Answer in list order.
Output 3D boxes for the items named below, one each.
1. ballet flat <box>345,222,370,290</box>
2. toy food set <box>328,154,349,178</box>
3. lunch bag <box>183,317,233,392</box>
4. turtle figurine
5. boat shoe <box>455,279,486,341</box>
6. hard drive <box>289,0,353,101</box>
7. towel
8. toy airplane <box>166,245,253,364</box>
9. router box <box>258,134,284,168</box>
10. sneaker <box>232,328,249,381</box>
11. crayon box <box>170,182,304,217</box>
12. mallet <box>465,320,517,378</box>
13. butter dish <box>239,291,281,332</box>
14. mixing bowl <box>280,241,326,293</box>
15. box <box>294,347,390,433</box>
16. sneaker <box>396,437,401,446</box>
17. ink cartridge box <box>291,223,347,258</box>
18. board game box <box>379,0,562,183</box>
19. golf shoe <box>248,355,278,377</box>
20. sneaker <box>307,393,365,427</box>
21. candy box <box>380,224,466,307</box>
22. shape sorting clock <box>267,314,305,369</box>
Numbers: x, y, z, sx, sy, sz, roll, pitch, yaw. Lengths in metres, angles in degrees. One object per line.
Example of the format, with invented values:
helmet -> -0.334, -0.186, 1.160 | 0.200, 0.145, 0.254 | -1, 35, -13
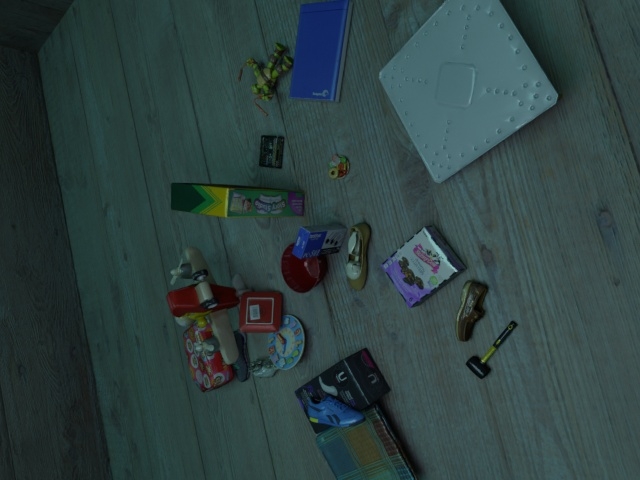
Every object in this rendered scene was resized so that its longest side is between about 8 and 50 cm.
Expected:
ballet flat -> 0.113, 0.056, 1.536 | 0.080, 0.073, 0.232 | 11, 100, 39
toy food set -> 0.062, -0.252, 1.587 | 0.083, 0.020, 0.082 | 4, 96, 40
lunch bag -> -0.486, 0.493, 1.997 | 0.258, 0.120, 0.293 | -40, 67, 51
turtle figurine -> -0.189, -0.606, 1.723 | 0.217, 0.087, 0.269 | -39, 61, 28
boat shoe -> 0.423, 0.203, 1.298 | 0.060, 0.064, 0.178 | 15, 100, 40
hard drive -> -0.003, -0.647, 1.597 | 0.210, 0.040, 0.318 | 17, 104, 37
towel -> 0.140, 0.730, 1.554 | 0.370, 0.040, 0.271 | -48, 64, 41
toy airplane -> -0.443, 0.249, 1.820 | 0.272, 0.386, 0.384 | -31, 118, 15
router box -> -0.188, -0.340, 1.774 | 0.092, 0.038, 0.122 | 14, 102, 39
sneaker -> -0.363, 0.491, 1.945 | 0.083, 0.098, 0.223 | -7, 89, 40
crayon box -> -0.293, -0.146, 1.665 | 0.313, 0.363, 0.106 | 8, 98, 39
mallet -> 0.473, 0.294, 1.287 | 0.062, 0.039, 0.189 | 36, 110, 34
butter dish -> -0.230, 0.287, 1.810 | 0.160, 0.118, 0.160 | 1, 70, -1
mixing bowl -> -0.044, 0.091, 1.651 | 0.181, 0.098, 0.181 | 4, 97, 40
box -> 0.070, 0.507, 1.560 | 0.270, 0.143, 0.165 | -42, 70, 33
sneaker -> 0.234, 0.700, 1.510 | 0.057, 0.047, 0.119 | -3, 91, 51
ink cartridge box -> 0.000, 0.000, 1.536 | 0.046, 0.207, 0.097 | 32, 112, 32
board game box -> 0.373, -0.414, 1.239 | 0.390, 0.050, 0.390 | -38, 73, 48
golf shoe -> -0.197, 0.506, 1.846 | 0.176, 0.069, 0.086 | -18, 123, 27
sneaker -> 0.044, 0.529, 1.449 | 0.209, 0.069, 0.082 | -8, 87, 37
candy box -> 0.303, 0.078, 1.382 | 0.196, 0.070, 0.165 | -47, 65, 32
shape sorting clock -> -0.134, 0.386, 1.763 | 0.206, 0.040, 0.206 | -15, 70, 46
